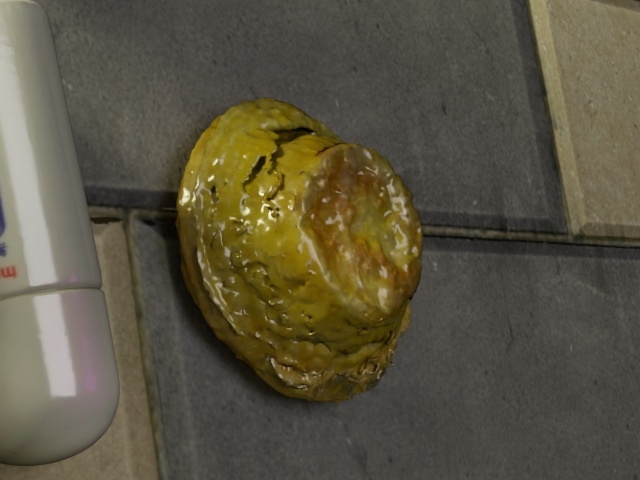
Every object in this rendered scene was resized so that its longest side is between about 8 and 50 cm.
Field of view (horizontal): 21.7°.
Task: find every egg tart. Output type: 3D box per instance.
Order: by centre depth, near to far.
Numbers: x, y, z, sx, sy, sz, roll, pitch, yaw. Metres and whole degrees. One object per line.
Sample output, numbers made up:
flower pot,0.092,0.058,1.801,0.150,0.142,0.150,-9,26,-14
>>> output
egg tart,0.000,0.000,1.512,0.294,0.123,0.294,20,61,-41

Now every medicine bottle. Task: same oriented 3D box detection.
medicine bottle,-0.235,-0.001,1.248,0.130,0.130,0.340,-5,81,-48
